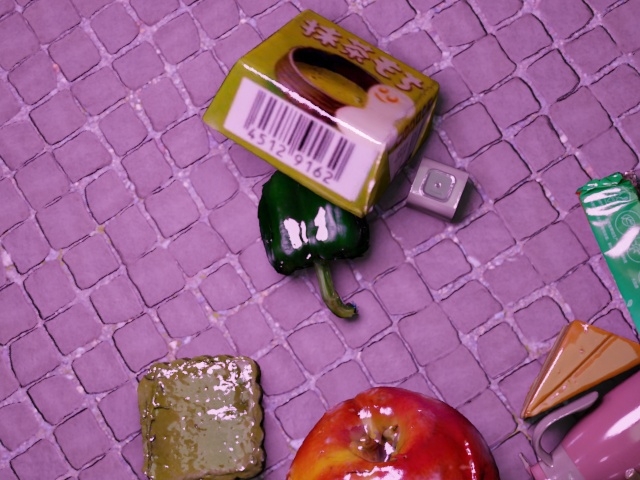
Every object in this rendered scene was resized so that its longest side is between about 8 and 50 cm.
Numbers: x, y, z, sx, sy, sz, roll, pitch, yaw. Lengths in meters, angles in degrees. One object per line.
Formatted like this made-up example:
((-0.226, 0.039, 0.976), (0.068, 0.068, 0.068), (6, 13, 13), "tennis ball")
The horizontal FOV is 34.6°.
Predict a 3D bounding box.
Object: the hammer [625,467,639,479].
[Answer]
((0.517, 0.401, 1.576), (0.062, 0.013, 0.199), (-46, 123, 4), "hammer")

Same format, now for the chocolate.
((0.017, -0.216, 1.623), (0.301, 0.289, 0.137), (32, 129, 7), "chocolate")

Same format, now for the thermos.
((0.444, 0.308, 1.593), (0.265, 0.146, 0.176), (-36, 103, 7), "thermos")

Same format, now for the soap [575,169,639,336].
((0.497, 0.025, 1.604), (0.098, 0.218, 0.273), (-25, 85, 16), "soap")

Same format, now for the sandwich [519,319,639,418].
((0.418, 0.229, 1.618), (0.144, 0.117, 0.187), (27, 84, 10), "sandwich")

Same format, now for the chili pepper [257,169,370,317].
((0.000, 0.000, 1.660), (0.174, 0.165, 0.261), (-16, 80, -10), "chili pepper")

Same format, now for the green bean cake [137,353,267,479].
((-0.187, 0.290, 1.653), (0.200, 0.113, 0.214), (-8, 81, 3), "green bean cake")

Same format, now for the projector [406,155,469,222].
((0.193, -0.083, 1.695), (0.082, 0.083, 0.083), (21, 85, 7), "projector")

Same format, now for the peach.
((0.108, 0.444, 1.544), (0.339, 0.353, 0.416), (-4, 123, 10), "peach")
